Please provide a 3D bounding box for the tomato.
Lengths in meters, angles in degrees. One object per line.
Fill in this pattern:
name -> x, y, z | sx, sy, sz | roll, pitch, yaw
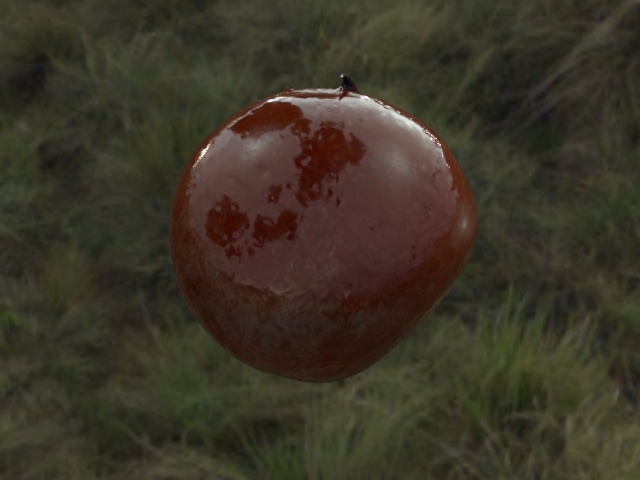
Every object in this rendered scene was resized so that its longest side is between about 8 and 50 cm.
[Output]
tomato -> 0.000, 0.000, 0.703 | 0.167, 0.167, 0.167 | 0, 42, 0
